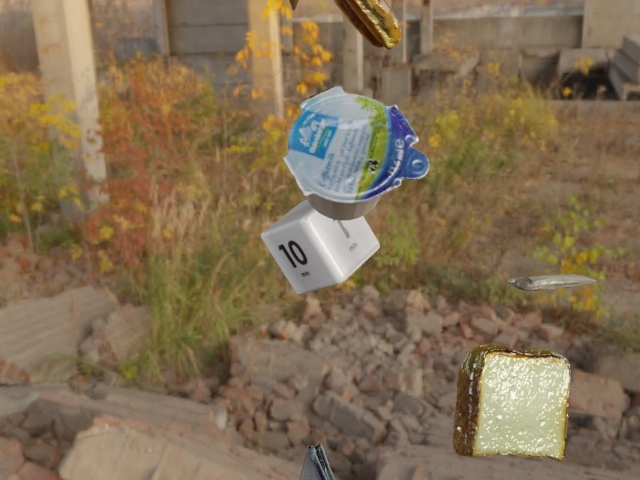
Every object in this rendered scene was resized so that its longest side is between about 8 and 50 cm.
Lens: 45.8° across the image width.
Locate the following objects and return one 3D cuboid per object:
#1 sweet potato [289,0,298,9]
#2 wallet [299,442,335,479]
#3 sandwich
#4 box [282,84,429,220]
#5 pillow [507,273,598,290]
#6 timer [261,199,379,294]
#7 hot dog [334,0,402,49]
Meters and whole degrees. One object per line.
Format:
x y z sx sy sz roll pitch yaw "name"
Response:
-0.079 -0.733 2.084 0.051 0.218 0.065 8 54 11 "sweet potato"
0.008 0.497 1.375 0.036 0.167 0.222 -2 32 -22 "wallet"
0.467 0.392 1.844 0.301 0.271 0.099 9 -7 -25 "sandwich"
0.076 -0.158 1.620 0.291 0.263 0.206 13 -19 3 "box"
0.640 0.113 2.099 0.232 0.038 0.130 -4 5 -7 "pillow"
0.000 0.000 1.950 0.192 0.195 0.194 -19 17 48 "timer"
0.082 -0.503 1.589 0.072 0.269 0.115 -47 41 0 "hot dog"
